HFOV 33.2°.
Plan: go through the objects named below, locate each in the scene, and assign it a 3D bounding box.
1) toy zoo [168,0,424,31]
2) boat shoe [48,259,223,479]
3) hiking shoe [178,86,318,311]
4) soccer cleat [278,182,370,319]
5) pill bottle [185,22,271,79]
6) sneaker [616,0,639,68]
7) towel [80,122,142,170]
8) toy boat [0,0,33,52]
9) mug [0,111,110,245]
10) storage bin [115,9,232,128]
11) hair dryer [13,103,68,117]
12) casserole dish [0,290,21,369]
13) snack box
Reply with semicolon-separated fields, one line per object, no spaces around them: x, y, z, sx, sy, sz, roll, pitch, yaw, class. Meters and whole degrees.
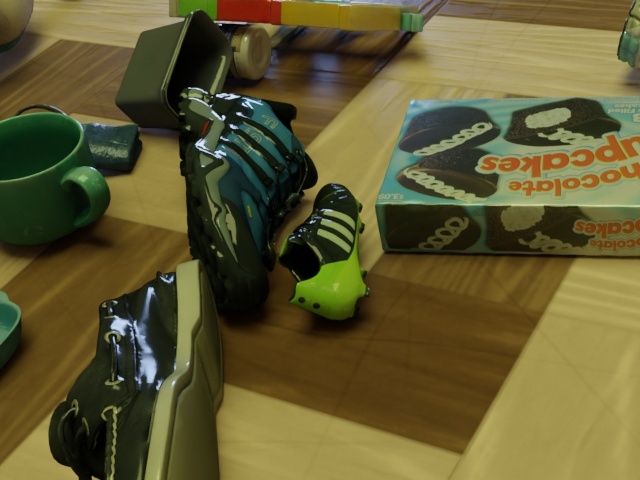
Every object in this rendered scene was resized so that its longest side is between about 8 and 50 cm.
-0.010;-0.278;1.311;0.293;0.030;0.192;10;15;27;toy zoo
-0.136;0.128;0.771;0.113;0.127;0.340;-11;34;3;boat shoe
-0.063;-0.056;1.018;0.132;0.113;0.304;-4;42;-9;hiking shoe
0.000;0.000;0.955;0.072;0.060;0.179;15;34;-15;soccer cleat
-0.126;-0.233;1.314;0.120;0.067;0.067;8;40;24;pill bottle
0.439;-0.249;1.177;0.122;0.110;0.283;33;55;23;sneaker
-0.261;-0.106;1.190;0.119;0.029;0.067;5;39;1;towel
-0.462;-0.361;1.532;0.318;0.148;0.267;-38;57;-25;toy boat
-0.285;-0.049;1.078;0.129;0.097;0.158;-19;38;-14;mug
-0.170;-0.186;1.240;0.091;0.098;0.135;0;61;31;storage bin
-0.406;-0.082;1.174;0.223;0.080;0.293;-5;36;8;hair dryer
-0.333;0.112;0.924;0.114;0.037;0.188;8;41;25;casserole dish
0.226;-0.064;0.990;0.321;0.060;0.187;1;38;16;snack box
